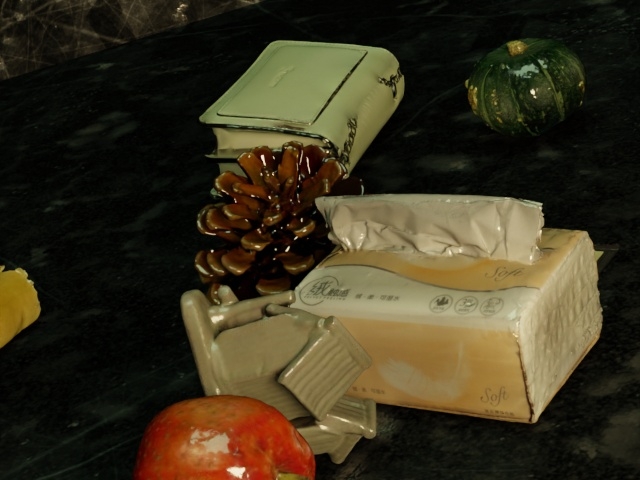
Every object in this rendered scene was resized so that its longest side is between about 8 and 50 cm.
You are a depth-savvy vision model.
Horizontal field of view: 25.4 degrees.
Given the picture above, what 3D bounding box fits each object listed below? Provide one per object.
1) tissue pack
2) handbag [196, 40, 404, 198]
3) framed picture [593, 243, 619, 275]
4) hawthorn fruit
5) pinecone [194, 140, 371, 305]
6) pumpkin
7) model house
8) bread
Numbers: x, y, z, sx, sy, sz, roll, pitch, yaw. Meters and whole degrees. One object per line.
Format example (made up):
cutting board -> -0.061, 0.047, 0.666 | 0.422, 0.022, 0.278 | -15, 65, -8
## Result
tissue pack -> 0.130, 0.052, 1.596 | 0.305, 0.239, 0.238 | 3, 30, 35
handbag -> -0.021, -0.194, 2.312 | 0.236, 0.160, 0.358 | 1, 29, 21
framed picture -> 0.249, 0.050, 1.791 | 0.199, 0.010, 0.195 | 3, 29, 35
hawthorn fruit -> -0.079, 0.231, 1.373 | 0.200, 0.179, 0.179 | -15, 20, 36
pinecone -> -0.040, -0.007, 1.811 | 0.264, 0.264, 0.264 | -13, 24, 6
pumpkin -> 0.321, -0.242, 2.219 | 0.190, 0.146, 0.190 | -31, 8, 5
model house -> -0.033, 0.144, 1.499 | 0.188, 0.229, 0.122 | -10, 42, 23
bread -> -0.493, 0.110, 2.008 | 0.134, 0.085, 0.173 | -1, 27, 30
